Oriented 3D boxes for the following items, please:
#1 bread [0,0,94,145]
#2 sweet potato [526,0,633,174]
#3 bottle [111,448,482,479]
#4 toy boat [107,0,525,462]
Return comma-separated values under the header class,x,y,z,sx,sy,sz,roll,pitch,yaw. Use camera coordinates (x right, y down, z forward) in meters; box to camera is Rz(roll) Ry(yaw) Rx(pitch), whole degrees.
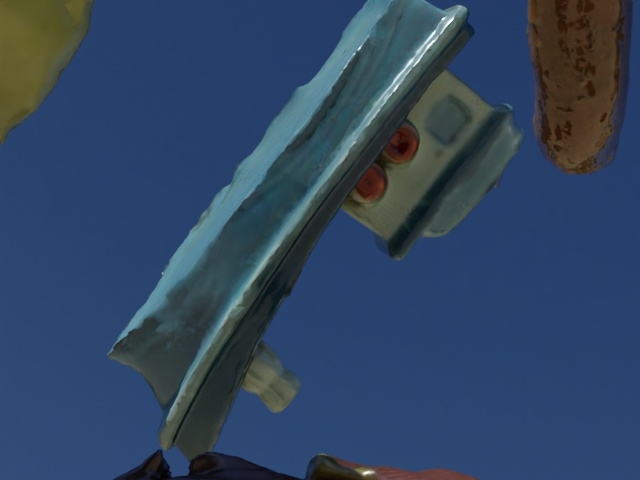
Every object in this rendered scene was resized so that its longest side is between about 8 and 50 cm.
class,x,y,z,sx,sy,sz,roll,pitch,yaw
bread,-0.127,-0.074,0.356,0.129,0.111,0.114,14,6,-41
sweet potato,0.146,-0.192,0.729,0.109,0.109,0.385,12,-44,3
bottle,-0.021,0.117,0.336,0.156,0.271,0.143,-40,-108,13
toy boat,0.000,0.000,0.660,0.098,0.109,0.238,38,-92,-9
